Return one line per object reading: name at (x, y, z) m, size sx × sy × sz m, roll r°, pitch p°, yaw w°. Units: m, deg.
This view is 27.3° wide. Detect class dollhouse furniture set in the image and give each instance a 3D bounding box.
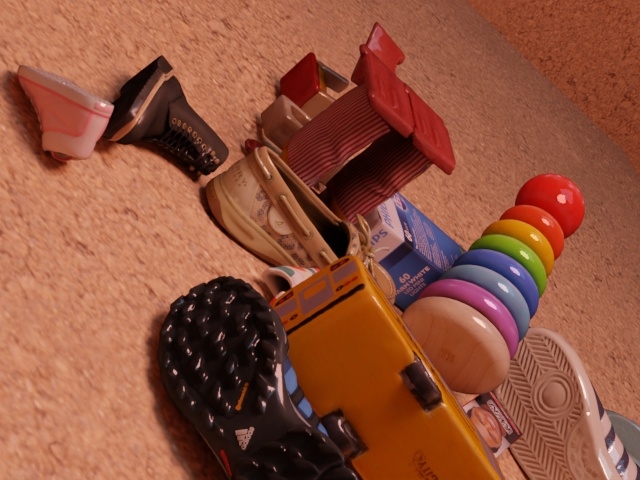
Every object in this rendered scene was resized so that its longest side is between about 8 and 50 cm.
dollhouse furniture set at (0.022, -0.170, 1.637) m, size 0.152 × 0.201 × 0.374 m, roll 40°, pitch 24°, yaw -28°

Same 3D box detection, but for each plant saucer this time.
plant saucer at (0.420, 0.286, 1.801) m, size 0.195 × 0.037 × 0.195 m, roll 30°, pitch 23°, yaw -14°

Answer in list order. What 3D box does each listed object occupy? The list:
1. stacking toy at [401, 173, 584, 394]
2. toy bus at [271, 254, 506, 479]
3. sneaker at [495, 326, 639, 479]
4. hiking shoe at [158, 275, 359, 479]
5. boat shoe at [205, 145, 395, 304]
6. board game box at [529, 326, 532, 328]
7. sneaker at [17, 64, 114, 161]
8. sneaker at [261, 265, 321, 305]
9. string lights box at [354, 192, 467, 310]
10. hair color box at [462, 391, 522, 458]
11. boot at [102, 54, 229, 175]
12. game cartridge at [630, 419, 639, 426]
stacking toy at (0.231, 0.030, 1.615) m, size 0.141 × 0.141 × 0.330 m, roll 47°, pitch 54°, yaw -11°
toy bus at (0.084, 0.184, 1.242) m, size 0.332 × 0.108 × 0.130 m, roll 55°, pitch 6°, yaw -20°
sneaker at (0.335, 0.276, 1.657) m, size 0.148 × 0.131 × 0.350 m, roll 15°, pitch 51°, yaw -56°
hiking shoe at (-0.052, 0.162, 1.105) m, size 0.132 × 0.113 × 0.304 m, roll 74°, pitch -10°, yaw -47°
boat shoe at (0.000, 0.000, 1.461) m, size 0.285 × 0.089 × 0.104 m, roll 34°, pitch 26°, yaw -38°
board game box at (0.328, 0.199, 1.907) m, size 0.126 × 0.026 × 0.186 m, roll 33°, pitch 27°, yaw -39°
sneaker at (-0.246, -0.115, 1.213) m, size 0.051 × 0.070 × 0.134 m, roll 11°, pitch 14°, yaw -48°
sneaker at (-0.018, 0.089, 1.344) m, size 0.075 × 0.057 × 0.161 m, roll 12°, pitch 42°, yaw -34°
string lights box at (0.127, 0.030, 1.696) m, size 0.260 × 0.077 × 0.133 m, roll 39°, pitch 23°, yaw -30°
hair color box at (0.185, 0.224, 1.539) m, size 0.072 × 0.043 × 0.141 m, roll 55°, pitch 21°, yaw 9°
boot at (-0.150, -0.110, 1.366) m, size 0.137 × 0.077 × 0.198 m, roll 51°, pitch 21°, yaw -15°
game cartridge at (0.468, 0.370, 1.879) m, size 0.196 × 0.060 × 0.294 m, roll 47°, pitch 20°, yaw 0°
